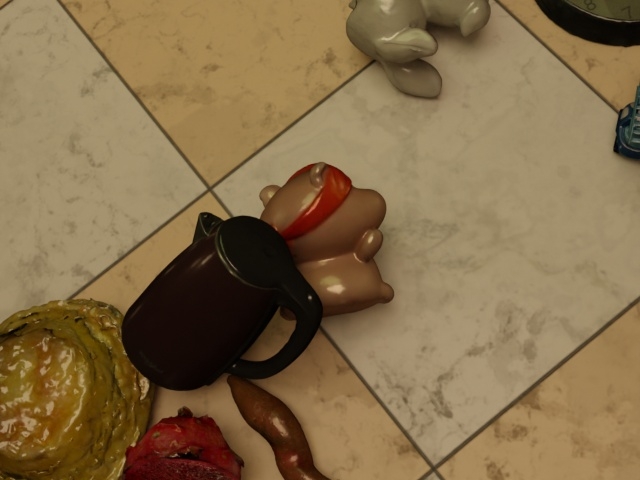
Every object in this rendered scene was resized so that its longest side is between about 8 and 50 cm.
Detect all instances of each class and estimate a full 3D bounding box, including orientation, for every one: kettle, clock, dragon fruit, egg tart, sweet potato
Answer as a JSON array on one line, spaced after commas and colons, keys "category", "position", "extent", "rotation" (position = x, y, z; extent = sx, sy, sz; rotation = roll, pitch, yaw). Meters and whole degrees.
[{"category": "kettle", "position": [-0.116, 0.087, 1.065], "extent": [0.202, 0.232, 0.144], "rotation": [47, 40, 2]}, {"category": "clock", "position": [0.434, -0.410, 1.236], "extent": [0.281, 0.055, 0.280], "rotation": [-3, 72, 9]}, {"category": "dragon fruit", "position": [-0.169, 0.252, 1.088], "extent": [0.153, 0.153, 0.111], "rotation": [-8, 53, 7]}, {"category": "egg tart", "position": [-0.358, 0.209, 1.136], "extent": [0.294, 0.123, 0.294], "rotation": [-3, 73, 10]}, {"category": "sweet potato", "position": [-0.054, 0.242, 1.104], "extent": [0.055, 0.058, 0.202], "rotation": [-32, 67, -18]}]

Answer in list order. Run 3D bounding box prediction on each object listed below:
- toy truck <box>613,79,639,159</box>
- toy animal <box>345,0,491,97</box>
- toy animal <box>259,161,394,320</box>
[{"category": "toy truck", "position": [0.427, -0.175, 1.148], "extent": [0.063, 0.074, 0.136], "rotation": [9, 72, 13]}, {"category": "toy animal", "position": [0.141, -0.318, 1.222], "extent": [0.193, 0.127, 0.178], "rotation": [-44, 71, -9]}, {"category": "toy animal", "position": [0.000, 0.000, 1.120], "extent": [0.171, 0.171, 0.197], "rotation": [-12, 91, 6]}]
